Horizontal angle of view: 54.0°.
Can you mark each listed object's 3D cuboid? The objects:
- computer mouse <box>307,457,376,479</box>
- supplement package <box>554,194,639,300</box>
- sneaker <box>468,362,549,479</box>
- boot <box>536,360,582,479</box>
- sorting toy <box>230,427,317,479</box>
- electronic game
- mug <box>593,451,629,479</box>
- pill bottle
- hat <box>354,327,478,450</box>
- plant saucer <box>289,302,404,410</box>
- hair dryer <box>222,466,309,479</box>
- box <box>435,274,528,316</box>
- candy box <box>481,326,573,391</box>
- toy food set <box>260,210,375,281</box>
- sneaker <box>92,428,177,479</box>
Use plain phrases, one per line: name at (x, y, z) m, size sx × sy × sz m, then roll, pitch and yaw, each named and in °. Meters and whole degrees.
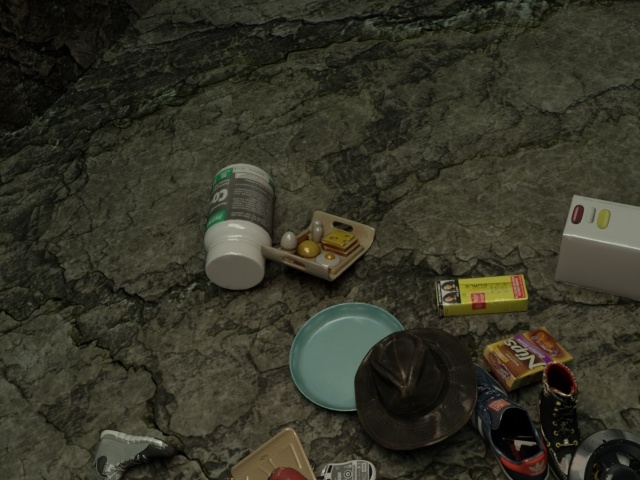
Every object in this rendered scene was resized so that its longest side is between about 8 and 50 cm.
computer mouse at (0.037, 0.551, 1.445) m, size 0.192 × 0.042 × 0.106 m, roll -8°, pitch 44°, yaw 14°
supplement package at (0.757, 0.024, 1.608) m, size 0.261 × 0.204 × 0.145 m, roll 13°, pitch 55°, yaw 23°
sneaker at (0.395, 0.382, 1.428) m, size 0.131 × 0.148 × 0.350 m, roll -28°, pitch 49°, yaw -11°
boot at (0.525, 0.398, 1.361) m, size 0.085 × 0.179 × 0.237 m, roll -9°, pitch 47°, yaw 7°
sorting toy at (-0.095, 0.568, 1.437) m, size 0.193 × 0.038 × 0.208 m, roll -38°, pitch 53°, yaw 8°
electronic game at (0.614, 0.505, 1.285) m, size 0.229 × 0.048 × 0.230 m, roll 3°, pitch 72°, yaw -8°
mug at (0.626, 0.480, 1.358) m, size 0.064 × 0.078 × 0.062 m, roll 19°, pitch 24°, yaw 17°
pill bottle at (-0.245, -0.044, 1.911) m, size 0.204 × 0.204 × 0.361 m, roll -8°, pitch 48°, yaw 7°
hat at (0.203, 0.306, 1.458) m, size 0.331 × 0.134 × 0.331 m, roll -16°, pitch 42°, yaw 14°
plant saucer at (0.077, 0.305, 1.643) m, size 0.317 × 0.044 × 0.318 m, roll -7°, pitch 50°, yaw 8°
hair dryer at (-0.078, 0.606, 1.354) m, size 0.293 × 0.080 × 0.224 m, roll -19°, pitch 75°, yaw 26°
box at (0.428, 0.148, 1.679) m, size 0.232 × 0.058 × 0.087 m, roll -4°, pitch 49°, yaw 10°
candy box at (0.498, 0.283, 1.513) m, size 0.186 × 0.053 × 0.109 m, roll -13°, pitch 45°, yaw -24°
toy food set at (0.000, 0.000, 1.829) m, size 0.219 × 0.093 × 0.306 m, roll 18°, pitch 31°, yaw 25°
sneaker at (-0.465, 0.550, 1.549) m, size 0.228 × 0.086 × 0.132 m, roll 0°, pitch 54°, yaw 27°
